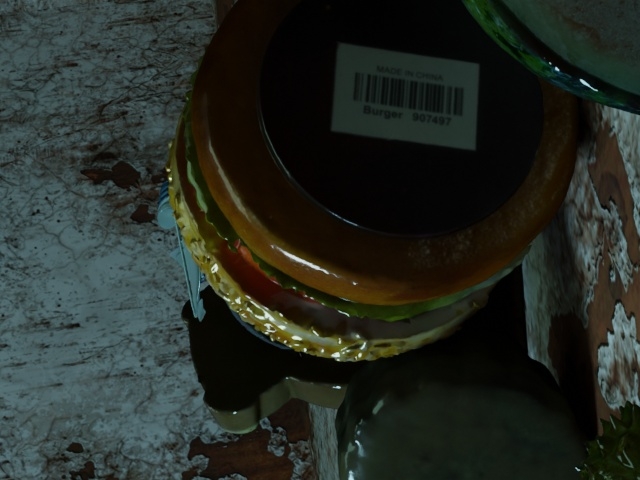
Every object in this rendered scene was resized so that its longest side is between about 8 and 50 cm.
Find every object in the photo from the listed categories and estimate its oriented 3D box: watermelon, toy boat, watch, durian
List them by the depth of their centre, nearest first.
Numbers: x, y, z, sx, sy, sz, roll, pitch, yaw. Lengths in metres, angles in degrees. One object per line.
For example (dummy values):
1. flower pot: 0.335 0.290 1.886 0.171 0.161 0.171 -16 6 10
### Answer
1. watermelon: 0.169 -0.201 1.092 0.224 0.180 0.305 -1 -105 -54
2. durian: 0.227 0.157 1.108 0.186 0.108 0.119 -108 12 -50
3. toy boat: -0.139 0.000 1.715 0.105 0.034 0.149 109 151 -52
4. watch: 0.000 0.000 1.752 0.314 0.335 0.326 -108 3 -52

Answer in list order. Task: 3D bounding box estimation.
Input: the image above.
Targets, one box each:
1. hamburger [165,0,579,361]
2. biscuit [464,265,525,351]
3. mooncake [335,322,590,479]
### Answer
1. hamburger: 0.036 -0.070 1.414 0.250 0.330 0.330 117 144 -69
2. biscuit: 0.136 0.035 1.626 0.070 0.106 0.252 -141 42 -69
3. mooncake: 0.123 0.186 1.498 0.124 0.228 0.228 -96 2 -64
